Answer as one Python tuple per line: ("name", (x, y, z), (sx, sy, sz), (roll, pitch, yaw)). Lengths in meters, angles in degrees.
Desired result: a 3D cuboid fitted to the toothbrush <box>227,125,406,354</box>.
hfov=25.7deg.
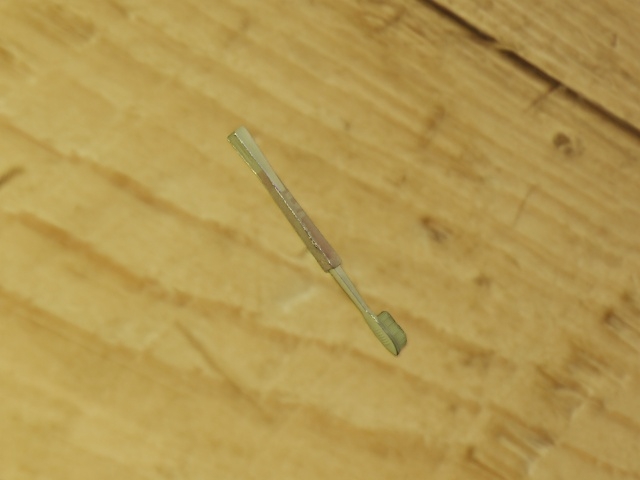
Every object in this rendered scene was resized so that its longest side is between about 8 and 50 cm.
("toothbrush", (-0.001, 0.001, 0.985), (0.017, 0.014, 0.194), (-42, 96, -33))
